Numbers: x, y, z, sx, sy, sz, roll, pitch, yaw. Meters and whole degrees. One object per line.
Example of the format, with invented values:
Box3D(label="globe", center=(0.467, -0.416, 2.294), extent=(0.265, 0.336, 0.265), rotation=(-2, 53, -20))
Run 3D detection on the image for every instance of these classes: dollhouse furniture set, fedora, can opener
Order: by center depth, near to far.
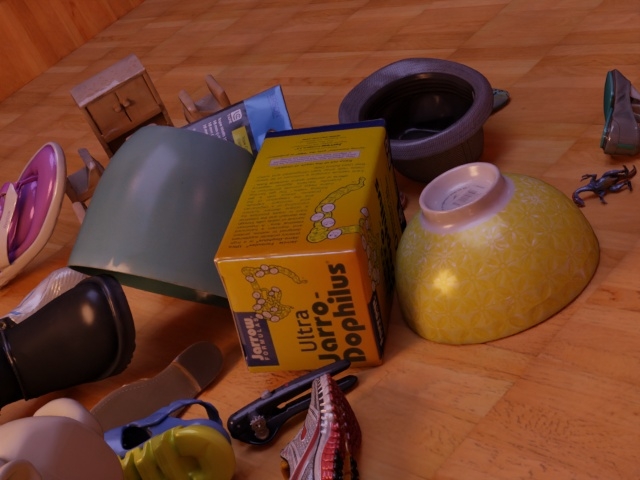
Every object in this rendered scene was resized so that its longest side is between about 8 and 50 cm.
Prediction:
Box3D(label="can opener", center=(-0.039, 0.208, 1.510), extent=(0.186, 0.059, 0.073), rotation=(-30, 26, -3))
Box3D(label="fedora", center=(0.174, -0.187, 1.930), extent=(0.244, 0.124, 0.275), rotation=(-42, 40, -22))
Box3D(label="dollhouse furniture set", center=(-0.324, -0.149, 2.302), extent=(0.362, 0.256, 0.394), rotation=(-32, 48, -7))

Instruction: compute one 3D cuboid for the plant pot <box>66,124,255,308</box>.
Box3D(label="plant pot", center=(-0.216, -0.039, 1.757), extent=(0.293, 0.293, 0.235), rotation=(3, 78, 45))

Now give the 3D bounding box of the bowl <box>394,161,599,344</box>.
Box3D(label="bowl", center=(0.215, -0.011, 1.554), extent=(0.289, 0.156, 0.289), rotation=(-21, 28, 12))

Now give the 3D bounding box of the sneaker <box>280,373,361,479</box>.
Box3D(label="sneaker", center=(-0.008, 0.245, 1.386), extent=(0.092, 0.088, 0.225), rotation=(-21, 27, 16))

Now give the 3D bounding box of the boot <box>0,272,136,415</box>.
Box3D(label="boot", center=(-0.519, 0.202, 1.626), extent=(0.445, 0.146, 0.367), rotation=(-16, -14, -36))

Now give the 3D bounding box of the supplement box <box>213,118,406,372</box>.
Box3D(label="supplement box", center=(0.000, 0.000, 1.651), extent=(0.195, 0.194, 0.356), rotation=(-5, 33, 14))

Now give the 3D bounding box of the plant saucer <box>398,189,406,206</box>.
Box3D(label="plant saucer", center=(0.102, -0.054, 1.888), extent=(0.083, 0.013, 0.083), rotation=(-21, 28, 12))

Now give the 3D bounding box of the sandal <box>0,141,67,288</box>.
Box3D(label="sandal", center=(-0.607, -0.025, 2.208), extent=(0.416, 0.102, 0.169), rotation=(-48, 52, 34))

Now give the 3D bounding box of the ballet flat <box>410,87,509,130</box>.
Box3D(label="ballet flat", center=(0.238, -0.238, 2.031), extent=(0.188, 0.070, 0.070), rotation=(-23, 27, 8))

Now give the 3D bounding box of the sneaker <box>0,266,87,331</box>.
Box3D(label="sneaker", center=(-0.512, 0.138, 2.059), extent=(0.237, 0.085, 0.086), rotation=(-42, 4, -19))

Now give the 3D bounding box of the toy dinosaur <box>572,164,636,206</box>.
Box3D(label="toy dinosaur", center=(0.403, -0.074, 1.644), extent=(0.082, 0.047, 0.090), rotation=(-19, -6, 35))

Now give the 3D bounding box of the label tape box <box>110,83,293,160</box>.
Box3D(label="label tape box", center=(-0.172, -0.086, 1.967), extent=(0.333, 0.106, 0.241), rotation=(-21, 67, 13))

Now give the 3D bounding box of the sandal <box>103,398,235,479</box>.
Box3D(label="sandal", center=(-0.247, 0.289, 1.511), extent=(0.317, 0.126, 0.138), rotation=(-13, 21, 14))

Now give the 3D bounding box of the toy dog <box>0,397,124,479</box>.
Box3D(label="toy dog", center=(-0.436, 0.374, 1.314), extent=(0.408, 0.284, 0.395), rotation=(-27, 47, 18))

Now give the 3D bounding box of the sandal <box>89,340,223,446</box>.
Box3D(label="sandal", center=(-0.244, 0.235, 1.662), extent=(0.240, 0.088, 0.079), rotation=(-35, -4, -30))

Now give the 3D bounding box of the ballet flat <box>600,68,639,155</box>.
Box3D(label="ballet flat", center=(0.466, -0.193, 1.758), extent=(0.068, 0.072, 0.213), rotation=(9, 38, 9))
